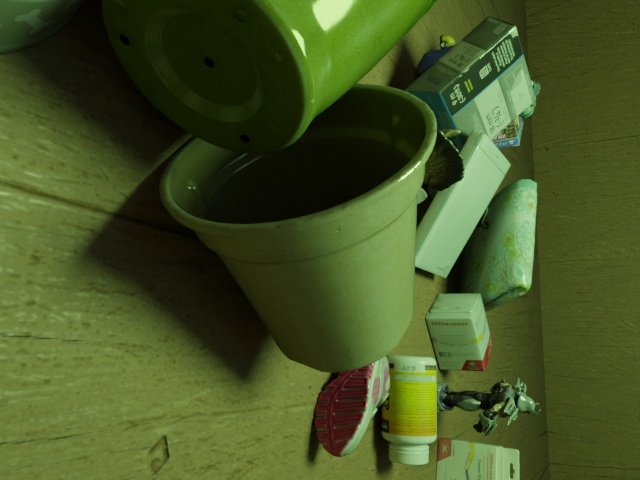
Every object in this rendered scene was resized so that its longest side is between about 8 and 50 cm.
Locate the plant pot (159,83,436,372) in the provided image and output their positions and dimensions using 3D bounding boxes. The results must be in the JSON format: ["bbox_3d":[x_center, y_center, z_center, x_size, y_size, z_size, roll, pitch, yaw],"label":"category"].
[{"bbox_3d":[0.000,0.000,0.689,0.334,0.333,0.306,-59,145,-42],"label":"plant pot"}]

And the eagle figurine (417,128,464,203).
[{"bbox_3d":[0.157,-0.165,1.021,0.225,0.226,0.298,39,24,-3],"label":"eagle figurine"}]

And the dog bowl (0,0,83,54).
[{"bbox_3d":[-0.314,-0.337,0.399,0.348,0.102,0.349,14,73,-56],"label":"dog bowl"}]

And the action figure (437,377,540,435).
[{"bbox_3d":[0.379,0.389,1.212,0.185,0.284,0.099,-6,91,-57],"label":"action figure"}]

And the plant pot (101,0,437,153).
[{"bbox_3d":[-0.053,-0.303,0.594,0.366,0.366,0.353,54,50,-39],"label":"plant pot"}]

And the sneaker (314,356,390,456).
[{"bbox_3d":[0.075,0.281,0.922,0.111,0.102,0.252,58,42,-33],"label":"sneaker"}]

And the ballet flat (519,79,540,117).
[{"bbox_3d":[0.578,-0.418,1.417,0.070,0.070,0.188,63,34,-31],"label":"ballet flat"}]

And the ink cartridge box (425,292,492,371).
[{"bbox_3d":[0.385,0.250,1.385,0.127,0.128,0.176,-46,124,-50],"label":"ink cartridge box"}]

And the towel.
[{"bbox_3d":[0.520,0.037,1.487,0.374,0.090,0.321,111,-10,-68],"label":"towel"}]

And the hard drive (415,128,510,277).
[{"bbox_3d":[0.354,-0.079,1.293,0.233,0.047,0.353,20,101,-53],"label":"hard drive"}]

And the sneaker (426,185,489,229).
[{"bbox_3d":[0.403,-0.136,1.444,0.101,0.153,0.269,-56,131,-45],"label":"sneaker"}]

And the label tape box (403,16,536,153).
[{"bbox_3d":[0.347,-0.334,1.240,0.240,0.333,0.106,45,5,-45],"label":"label tape box"}]

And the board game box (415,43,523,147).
[{"bbox_3d":[0.441,-0.416,1.472,0.291,0.232,0.141,63,38,-32],"label":"board game box"}]

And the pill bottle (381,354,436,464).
[{"bbox_3d":[0.189,0.357,1.075,0.117,0.117,0.215,20,69,-55],"label":"pill bottle"}]

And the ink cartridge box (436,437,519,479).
[{"bbox_3d":[0.409,0.588,1.312,0.067,0.198,0.115,31,60,-52],"label":"ink cartridge box"}]

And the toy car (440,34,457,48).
[{"bbox_3d":[0.440,-0.529,1.650,0.239,0.053,0.225,56,42,-37],"label":"toy car"}]
